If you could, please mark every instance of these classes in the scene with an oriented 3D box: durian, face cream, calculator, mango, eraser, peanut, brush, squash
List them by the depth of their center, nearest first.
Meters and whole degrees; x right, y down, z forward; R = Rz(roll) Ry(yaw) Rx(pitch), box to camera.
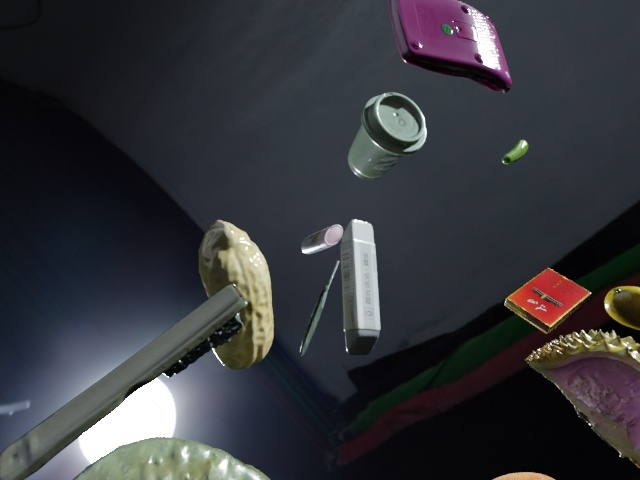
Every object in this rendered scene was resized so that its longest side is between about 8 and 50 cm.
[{"bbox_3d":[-0.131,0.100,0.308,0.190,0.028,0.034,-37,-138,-16],"label":"brush"},{"bbox_3d":[0.178,-0.271,0.579,0.190,0.127,0.034,3,160,-27],"label":"calculator"},{"bbox_3d":[0.403,0.202,0.601,0.132,0.182,0.165,-50,137,4],"label":"durian"},{"bbox_3d":[0.380,-0.170,0.843,0.089,0.027,0.027,-40,-179,-31],"label":"squash"},{"bbox_3d":[-0.173,0.114,0.892,0.140,0.326,0.153,-13,-165,-23],"label":"peanut"},{"bbox_3d":[0.756,0.169,1.017,0.076,0.161,0.103,-42,162,-42],"label":"mango"},{"bbox_3d":[0.104,0.120,1.144,0.089,0.352,0.061,12,157,-37],"label":"eraser"},{"bbox_3d":[0.000,0.000,1.412,0.084,0.057,0.198,-50,-169,-25],"label":"face cream"}]

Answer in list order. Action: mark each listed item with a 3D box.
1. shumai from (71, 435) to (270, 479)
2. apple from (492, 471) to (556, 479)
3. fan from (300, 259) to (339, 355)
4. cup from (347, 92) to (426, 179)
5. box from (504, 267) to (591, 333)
[{"bbox_3d":[-0.207,0.479,0.616,0.324,0.397,0.323,-63,-174,-31],"label":"shumai"},{"bbox_3d":[0.650,0.927,1.321,0.391,0.391,0.346,-41,164,-2],"label":"apple"},{"bbox_3d":[-0.005,0.184,1.206,0.223,0.012,0.295,53,57,-80],"label":"fan"},{"bbox_3d":[0.107,-0.178,0.771,0.120,0.120,0.141,-41,178,-32],"label":"cup"},{"bbox_3d":[0.422,0.109,0.804,0.133,0.090,0.023,-26,132,-24],"label":"box"}]
